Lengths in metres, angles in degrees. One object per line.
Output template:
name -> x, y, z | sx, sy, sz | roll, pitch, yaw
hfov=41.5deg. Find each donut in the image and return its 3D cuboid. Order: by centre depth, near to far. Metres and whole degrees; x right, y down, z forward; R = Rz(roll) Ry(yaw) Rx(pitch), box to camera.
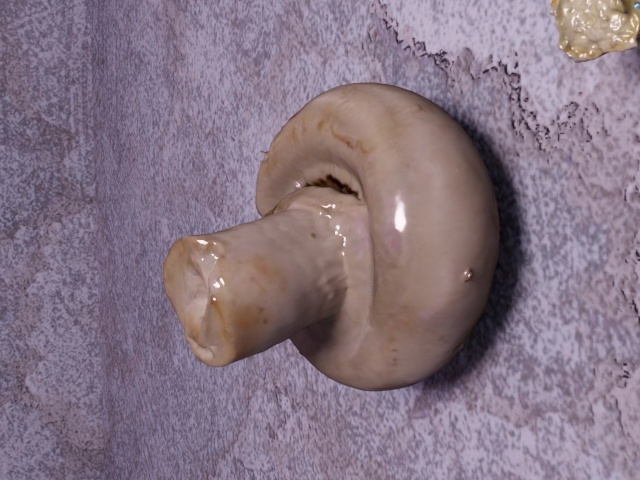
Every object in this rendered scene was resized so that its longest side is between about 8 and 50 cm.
donut -> 0.232, -0.166, 0.521 | 0.166, 0.108, 0.065 | -9, 105, 62

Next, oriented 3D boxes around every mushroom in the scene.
mushroom -> 0.000, 0.000, 0.771 | 0.292, 0.289, 0.293 | 18, 111, 55
